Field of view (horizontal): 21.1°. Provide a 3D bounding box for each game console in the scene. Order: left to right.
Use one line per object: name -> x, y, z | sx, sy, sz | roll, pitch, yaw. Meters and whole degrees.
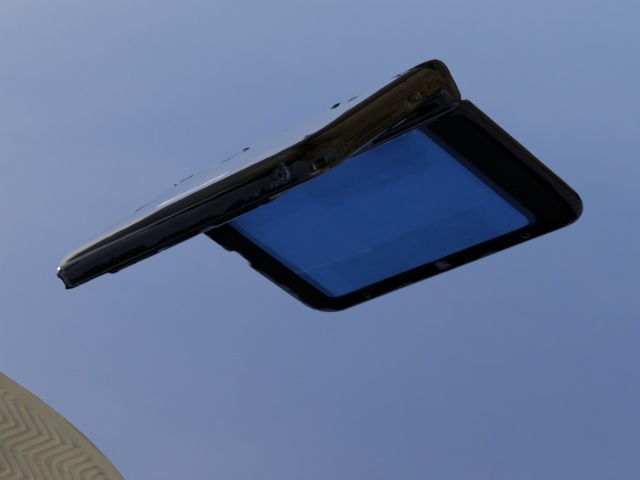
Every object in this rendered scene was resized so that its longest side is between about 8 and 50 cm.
game console -> 0.000, 0.000, 0.532 | 0.122, 0.071, 0.107 | -24, -171, 40

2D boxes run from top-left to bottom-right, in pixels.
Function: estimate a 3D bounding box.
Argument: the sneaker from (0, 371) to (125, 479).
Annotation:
sneaker -> -0.218, 0.110, 0.696 | 0.293, 0.169, 0.108 | 24, -130, -3
